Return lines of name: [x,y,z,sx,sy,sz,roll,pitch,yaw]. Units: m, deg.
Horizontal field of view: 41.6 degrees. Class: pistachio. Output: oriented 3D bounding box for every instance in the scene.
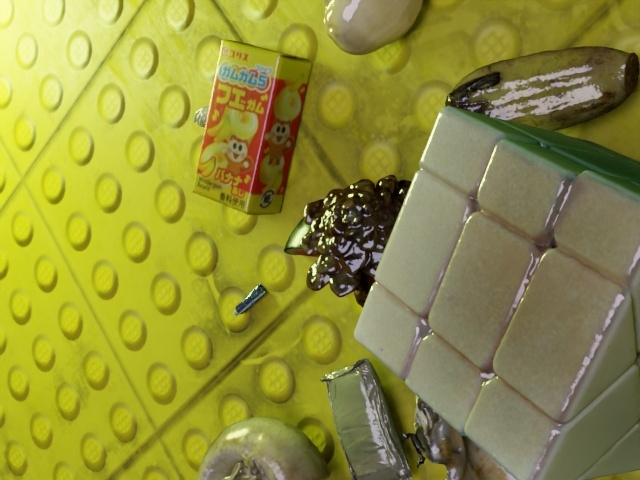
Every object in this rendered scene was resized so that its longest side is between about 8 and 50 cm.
pistachio: [0.084,-0.376,1.275,0.145,0.117,0.200,30,106,-10]

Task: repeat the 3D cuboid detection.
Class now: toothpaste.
toothpaste: [-0.129,0.109,1.518,0.083,0.019,0.027,-44,51,26]

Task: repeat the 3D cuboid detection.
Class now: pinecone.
pinecone: [0.095,0.005,1.236,0.229,0.201,0.202,4,92,33]

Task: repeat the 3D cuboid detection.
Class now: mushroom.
mushroom: [-0.124,0.403,1.429,0.189,0.195,0.253,50,116,27]

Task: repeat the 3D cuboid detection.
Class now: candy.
candy: [-0.120,-0.193,1.448,0.146,0.088,0.276,24,106,34]

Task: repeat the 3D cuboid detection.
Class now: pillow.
pillow: [0.072,0.300,1.362,0.119,0.053,0.208,-26,78,39]

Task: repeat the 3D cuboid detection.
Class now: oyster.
oyster: [0.230,0.332,1.203,0.198,0.133,0.337,-49,64,30]

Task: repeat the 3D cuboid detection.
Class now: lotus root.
lotus root: [0.296,-0.198,1.141,0.258,0.097,0.110,-6,97,29]

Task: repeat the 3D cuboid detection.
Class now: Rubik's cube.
Rubik's cube: [0.286,0.057,0.987,0.316,0.322,0.318,38,115,44]

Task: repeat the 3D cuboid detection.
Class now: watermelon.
watermelon: [0.000,0.000,1.397,0.094,0.125,0.135,36,148,-3]

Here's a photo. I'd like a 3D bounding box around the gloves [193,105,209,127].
gloves: [-0.202,-0.231,1.541,0.081,0.037,0.044,-31,39,39]
